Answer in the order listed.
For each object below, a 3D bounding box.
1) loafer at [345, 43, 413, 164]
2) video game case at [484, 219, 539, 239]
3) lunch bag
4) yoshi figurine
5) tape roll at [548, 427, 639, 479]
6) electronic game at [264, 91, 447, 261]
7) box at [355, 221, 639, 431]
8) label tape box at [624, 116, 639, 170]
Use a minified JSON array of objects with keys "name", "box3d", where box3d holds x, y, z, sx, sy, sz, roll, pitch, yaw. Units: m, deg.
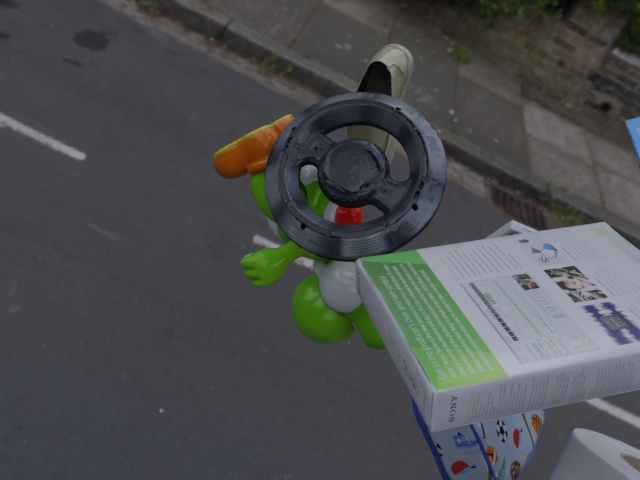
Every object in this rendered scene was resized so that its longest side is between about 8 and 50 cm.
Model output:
[{"name":"loafer","box3d":[0.093,-0.230,1.253,0.102,0.268,0.092,23,25,27]},{"name":"video game case","box3d":[0.326,0.044,1.110,0.173,0.190,0.022,21,58,-16]},{"name":"lunch bag","box3d":[0.275,0.269,1.159,0.303,0.115,0.243,-37,103,-53]},{"name":"yoshi figurine","box3d":[-0.024,0.014,0.992,0.203,0.203,0.362,-33,95,-15]},{"name":"tape roll","box3d":[0.451,0.364,0.894,0.286,0.100,0.286,24,3,-1]},{"name":"electronic game","box3d":[0.042,-0.083,0.843,0.229,0.229,0.048,46,-6,22]},{"name":"box","box3d":[0.222,0.074,0.715,0.322,0.058,0.232,-7,30,-12]},{"name":"label tape box","box3d":[0.562,-0.048,0.854,0.106,0.241,0.333,20,54,-72]}]
